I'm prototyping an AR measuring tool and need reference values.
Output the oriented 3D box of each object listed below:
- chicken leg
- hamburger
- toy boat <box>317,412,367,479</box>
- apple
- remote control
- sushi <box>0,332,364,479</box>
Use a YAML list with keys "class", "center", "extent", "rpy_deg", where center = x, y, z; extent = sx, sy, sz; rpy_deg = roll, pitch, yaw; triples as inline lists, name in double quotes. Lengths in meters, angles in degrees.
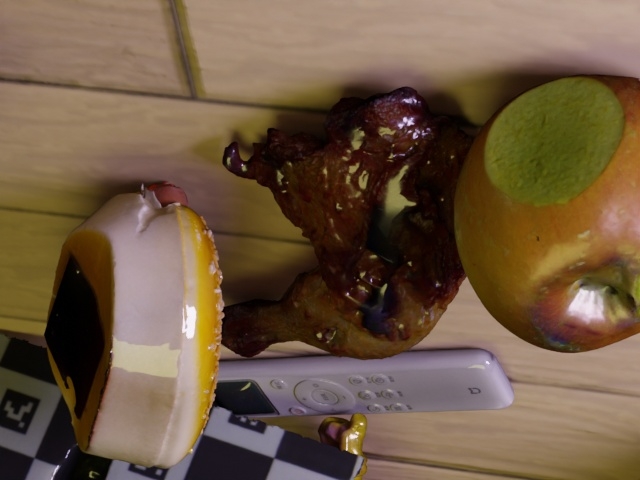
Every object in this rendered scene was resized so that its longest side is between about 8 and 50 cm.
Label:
- class: "chicken leg"
  center: [0.011, 0.006, 1.171]
  extent: [0.177, 0.083, 0.322]
  rpy_deg: [20, 143, 9]
- class: "hamburger"
  center: [-0.125, 0.063, 1.213]
  extent: [0.116, 0.173, 0.210]
  rpy_deg: [-6, 138, -24]
- class: "toy boat"
  center: [0.045, 0.266, 1.434]
  extent: [0.099, 0.141, 0.318]
  rpy_deg: [-24, 126, 2]
- class: "apple"
  center: [0.161, -0.012, 1.023]
  extent: [0.163, 0.147, 0.146]
  rpy_deg: [-7, 139, 25]
- class: "remote control"
  center: [0.021, 0.117, 1.339]
  extent: [0.261, 0.029, 0.067]
  rpy_deg: [-4, 140, 25]
- class: "sushi"
  center: [-0.178, 0.287, 1.340]
  extent: [0.343, 0.359, 0.064]
  rpy_deg: [16, 162, 17]
